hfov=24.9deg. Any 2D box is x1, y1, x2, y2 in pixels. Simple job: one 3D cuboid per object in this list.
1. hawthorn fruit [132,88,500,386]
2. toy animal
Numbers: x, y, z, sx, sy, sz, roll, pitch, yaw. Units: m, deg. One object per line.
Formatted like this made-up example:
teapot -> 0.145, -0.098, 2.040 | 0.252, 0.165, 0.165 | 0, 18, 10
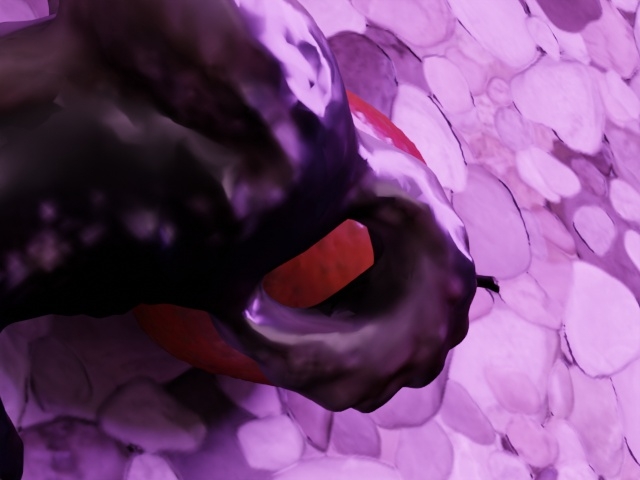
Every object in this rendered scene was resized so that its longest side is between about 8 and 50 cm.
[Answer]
hawthorn fruit -> 0.000, 0.000, 0.705 | 0.194, 0.157, 0.157 | 18, 50, -21
toy animal -> -0.122, 0.016, 0.518 | 0.344, 0.194, 0.302 | -44, 105, -10
